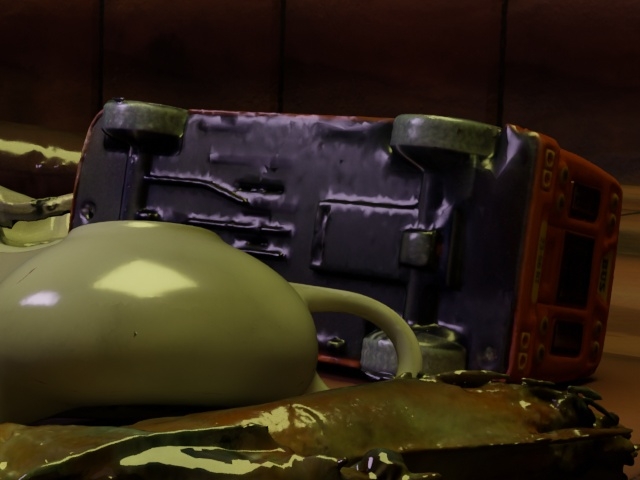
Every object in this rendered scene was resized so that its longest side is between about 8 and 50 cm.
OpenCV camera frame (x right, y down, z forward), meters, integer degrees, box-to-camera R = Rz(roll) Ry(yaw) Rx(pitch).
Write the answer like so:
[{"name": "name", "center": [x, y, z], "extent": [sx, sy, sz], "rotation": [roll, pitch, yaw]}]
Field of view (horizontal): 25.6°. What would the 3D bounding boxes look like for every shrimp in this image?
[{"name": "shrimp", "center": [0.008, 0.082, 0.538], "extent": [0.236, 0.053, 0.133], "rotation": [-4, -13, -16]}, {"name": "shrimp", "center": [-0.077, 0.092, 0.399], "extent": [0.251, 0.052, 0.143], "rotation": [-6, 17, -1]}]

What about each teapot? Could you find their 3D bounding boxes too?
[{"name": "teapot", "center": [-0.065, 0.042, 0.606], "extent": [0.226, 0.092, 0.145], "rotation": [2, -8, -11]}]

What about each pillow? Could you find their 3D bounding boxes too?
[{"name": "pillow", "center": [-0.337, -0.076, 1.502], "extent": [0.305, 0.108, 0.308], "rotation": [3, 6, -6]}]

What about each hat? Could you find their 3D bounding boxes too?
[{"name": "hat", "center": [-0.203, 0.003, 1.017], "extent": [0.219, 0.164, 0.226], "rotation": [0, 45, 4]}]

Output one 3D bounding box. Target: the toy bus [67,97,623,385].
[{"name": "toy bus", "center": [0.000, 0.000, 0.824], "extent": [0.329, 0.143, 0.153], "rotation": [6, -3, 37]}]
